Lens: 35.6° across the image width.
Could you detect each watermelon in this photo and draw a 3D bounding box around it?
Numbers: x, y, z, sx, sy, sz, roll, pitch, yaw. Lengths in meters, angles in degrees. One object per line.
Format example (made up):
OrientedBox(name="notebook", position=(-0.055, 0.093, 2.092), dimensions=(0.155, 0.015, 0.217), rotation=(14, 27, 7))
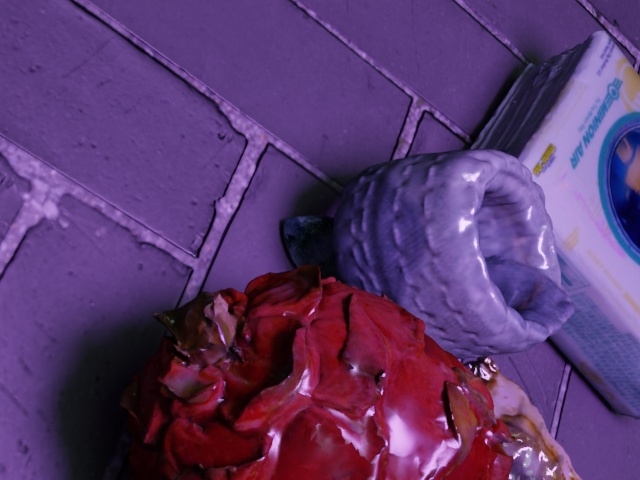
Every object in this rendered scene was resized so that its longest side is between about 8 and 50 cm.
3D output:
OrientedBox(name="watermelon", position=(0.000, 0.000, 1.031), dimensions=(0.085, 0.085, 0.061), rotation=(65, 12, -4))

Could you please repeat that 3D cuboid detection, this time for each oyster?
OrientedBox(name="oyster", position=(0.194, 0.276, 1.067), dimensions=(0.201, 0.107, 0.355), rotation=(-23, 76, -51))

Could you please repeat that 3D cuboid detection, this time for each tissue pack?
OrientedBox(name="tissue pack", position=(0.354, -0.014, 1.215), dimensions=(0.388, 0.162, 0.287), rotation=(47, 59, -17))

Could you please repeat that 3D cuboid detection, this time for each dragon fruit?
OrientedBox(name="dragon fruit", position=(-0.006, 0.166, 0.839), dimensions=(0.342, 0.277, 0.277), rotation=(39, 58, -26))

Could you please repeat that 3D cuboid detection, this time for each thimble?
OrientedBox(name="thimble", position=(0.140, 0.015, 0.993), dimensions=(0.250, 0.172, 0.205), rotation=(39, 52, -43))
